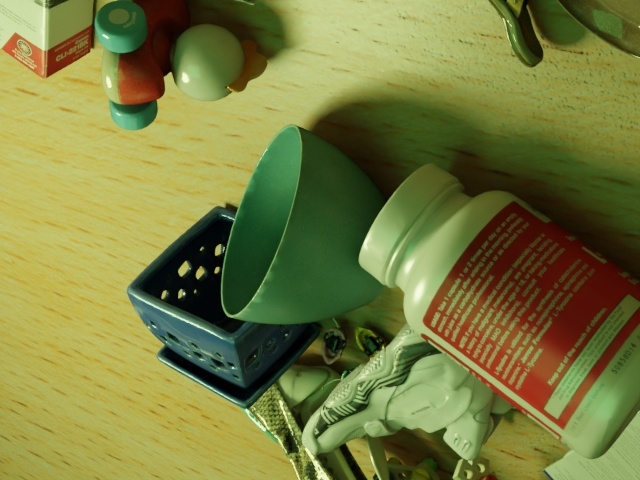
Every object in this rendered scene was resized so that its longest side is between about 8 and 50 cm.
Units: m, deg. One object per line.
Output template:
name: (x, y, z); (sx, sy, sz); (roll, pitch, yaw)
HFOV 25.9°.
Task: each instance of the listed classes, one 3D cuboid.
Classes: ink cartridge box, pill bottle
ink cartridge box: (0.480, 0.306, 1.933); (0.176, 0.069, 0.371); (47, 139, 3)
pill bottle: (0.261, 0.081, 1.833); (0.408, 0.229, 0.229); (37, 140, 16)
ink cartridge box: (-0.465, -0.429, 2.213); (0.197, 0.114, 0.273); (35, 140, 20)

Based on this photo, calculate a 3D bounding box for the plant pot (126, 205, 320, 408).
plant pot: (-0.140, 0.120, 2.259); (0.236, 0.236, 0.212); (25, 142, 29)

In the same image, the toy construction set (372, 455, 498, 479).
toy construction set: (0.223, 0.421, 2.224); (0.215, 0.151, 0.328); (52, 152, -2)

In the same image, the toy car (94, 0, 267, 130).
toy car: (-0.191, -0.284, 2.054); (0.238, 0.210, 0.219); (9, 146, 4)

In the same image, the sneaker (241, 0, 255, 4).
sneaker: (-0.078, -0.431, 1.878); (0.115, 0.105, 0.281); (24, 142, -15)

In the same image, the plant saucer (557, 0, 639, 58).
plant saucer: (0.338, -0.276, 1.568); (0.198, 0.036, 0.198); (37, 171, 7)

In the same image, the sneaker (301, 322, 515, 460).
sneaker: (0.140, 0.262, 2.113); (0.210, 0.137, 0.366); (46, 119, 2)

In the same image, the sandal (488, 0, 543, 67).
sandal: (0.237, -0.295, 1.684); (0.049, 0.072, 0.180); (-17, 110, 33)

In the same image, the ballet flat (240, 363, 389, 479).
ballet flat: (0.007, 0.327, 2.303); (0.182, 0.164, 0.483); (-48, 53, 19)

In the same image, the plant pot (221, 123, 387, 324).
plant pot: (0.000, 0.000, 2.020); (0.195, 0.290, 0.290); (19, 145, -17)

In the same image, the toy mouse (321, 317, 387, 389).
toy mouse: (0.049, 0.192, 2.254); (0.161, 0.031, 0.143); (45, 118, 16)
